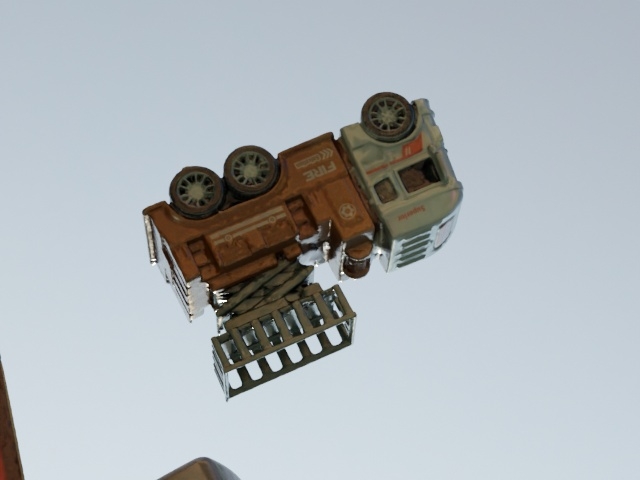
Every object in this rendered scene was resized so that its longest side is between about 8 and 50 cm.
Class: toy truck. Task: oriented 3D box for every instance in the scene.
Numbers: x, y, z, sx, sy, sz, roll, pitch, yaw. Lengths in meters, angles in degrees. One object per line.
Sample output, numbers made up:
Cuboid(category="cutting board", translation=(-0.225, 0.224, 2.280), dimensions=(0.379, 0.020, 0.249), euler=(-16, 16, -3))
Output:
Cuboid(category="toy truck", translation=(0.000, -0.001, 0.998), dimensions=(0.115, 0.177, 0.080), euler=(62, -11, 20))

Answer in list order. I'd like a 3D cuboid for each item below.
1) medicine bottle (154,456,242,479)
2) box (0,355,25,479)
Cuboid(category="medicine bottle", translation=(-0.074, 0.246, 1.079), dimensions=(0.132, 0.088, 0.188), euler=(-30, -118, 3))
Cuboid(category="box", translation=(-0.231, 0.154, 1.127), dimensions=(0.153, 0.074, 0.240), euler=(107, -30, -58))
